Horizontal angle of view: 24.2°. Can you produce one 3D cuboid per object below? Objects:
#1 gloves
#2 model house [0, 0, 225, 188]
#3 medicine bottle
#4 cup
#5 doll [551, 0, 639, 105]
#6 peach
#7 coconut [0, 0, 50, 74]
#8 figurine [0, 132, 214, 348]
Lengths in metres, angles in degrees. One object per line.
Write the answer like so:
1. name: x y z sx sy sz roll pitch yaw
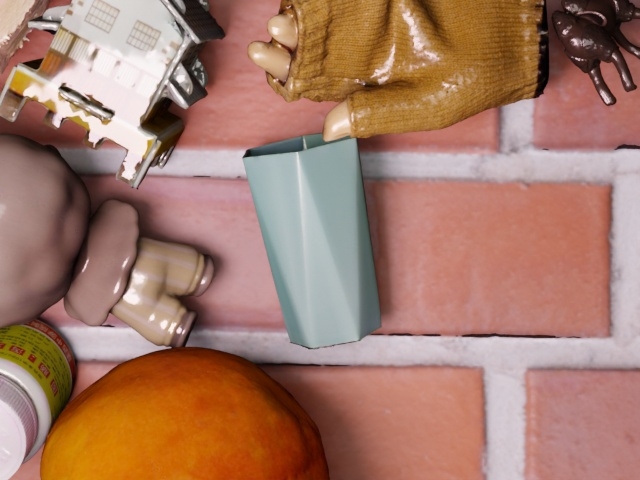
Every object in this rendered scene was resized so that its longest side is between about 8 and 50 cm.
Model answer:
1. gloves: 0.092 -0.215 1.690 0.356 0.155 0.203 -3 91 -17
2. model house: -0.221 -0.203 1.680 0.198 0.224 0.215 30 101 0
3. medicine bottle: -0.366 0.182 1.702 0.139 0.225 0.139 1 106 3
4. cup: 0.000 0.000 1.725 0.134 0.148 0.235 -11 98 7
5. doll: 0.312 -0.254 1.711 0.165 0.057 0.139 41 55 -5
6. peach: -0.137 0.281 1.659 0.302 0.343 0.342 -20 93 -3
7. coconut: -0.420 -0.321 1.642 0.297 0.297 0.309 29 88 0
8. figurine: -0.305 0.013 1.683 0.381 0.203 0.248 22 93 -24
